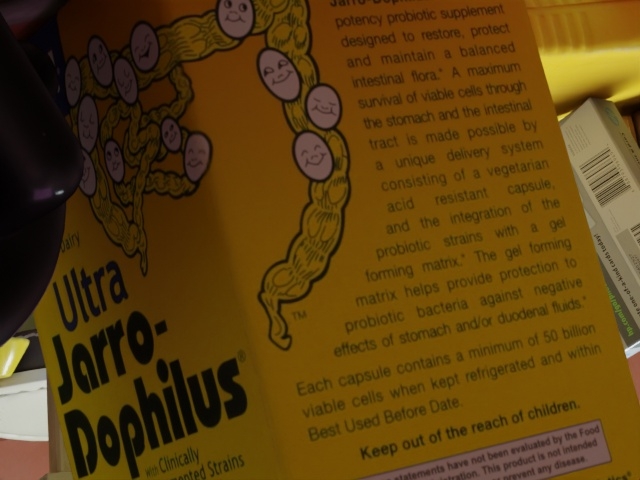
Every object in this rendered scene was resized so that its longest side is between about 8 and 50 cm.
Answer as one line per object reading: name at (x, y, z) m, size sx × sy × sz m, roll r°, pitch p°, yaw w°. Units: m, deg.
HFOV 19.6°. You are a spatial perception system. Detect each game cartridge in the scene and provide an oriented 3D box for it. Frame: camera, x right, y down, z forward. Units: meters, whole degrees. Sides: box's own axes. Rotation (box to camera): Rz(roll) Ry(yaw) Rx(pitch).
game cartridge at (0.149, -0.099, 1.192) m, size 0.323 × 0.053 × 0.285 m, roll -6°, pitch 168°, yaw -34°

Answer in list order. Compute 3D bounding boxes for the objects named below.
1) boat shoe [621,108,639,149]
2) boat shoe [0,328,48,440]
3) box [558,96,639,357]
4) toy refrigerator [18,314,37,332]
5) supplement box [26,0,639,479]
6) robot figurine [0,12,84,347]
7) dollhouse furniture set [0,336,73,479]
boat shoe at (0.237, -0.046, 1.255) m, size 0.073 × 0.073 × 0.207 m, roll -14°, pitch 172°, yaw 6°
boat shoe at (-0.112, 0.073, 1.357) m, size 0.324 × 0.097 × 0.116 m, roll -8°, pitch 155°, yaw -9°
box at (0.137, 0.022, 1.159) m, size 0.186 × 0.145 × 0.038 m, roll -36°, pitch 161°, yaw 27°
toy refrigerator at (-0.289, 0.088, 1.441) m, size 0.269 × 0.102 × 0.094 m, roll -14°, pitch 171°, yaw -1°
supplement box at (0.001, 0.053, 0.853) m, size 0.195 × 0.356 × 0.194 m, roll -9°, pitch 169°, yaw -34°
robot figurine at (-0.212, -0.011, 0.724) m, size 0.209 × 0.173 × 0.278 m, roll 14°, pitch 155°, yaw -36°
dollhouse furniture set at (-0.081, 0.069, 1.177) m, size 0.286 × 0.198 × 0.303 m, roll 0°, pitch 168°, yaw -16°
